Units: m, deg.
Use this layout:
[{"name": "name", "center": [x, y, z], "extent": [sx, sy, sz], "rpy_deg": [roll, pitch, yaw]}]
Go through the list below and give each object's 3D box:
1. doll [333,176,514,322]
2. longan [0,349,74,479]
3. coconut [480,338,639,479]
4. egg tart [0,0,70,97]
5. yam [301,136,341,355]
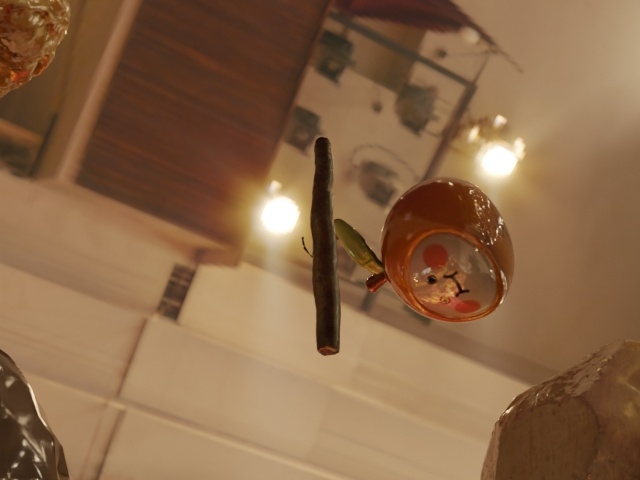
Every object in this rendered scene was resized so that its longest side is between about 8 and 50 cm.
[{"name": "doll", "center": [0.157, 0.022, 1.834], "extent": [0.236, 0.213, 0.213], "rpy_deg": [-19, -132, 22]}, {"name": "longan", "center": [-0.301, 0.194, 0.621], "extent": [0.391, 0.391, 0.391], "rpy_deg": [-42, -144, 40]}, {"name": "coconut", "center": [0.390, 0.333, 1.726], "extent": [0.415, 0.345, 0.415], "rpy_deg": [-31, -167, 8]}, {"name": "egg tart", "center": [-0.300, -0.148, 0.768], "extent": [0.294, 0.294, 0.123], "rpy_deg": [-22, -105, 54]}, {"name": "yam", "center": [0.002, 0.000, 1.192], "extent": [0.029, 0.027, 0.234], "rpy_deg": [-25, -128, 32]}]
